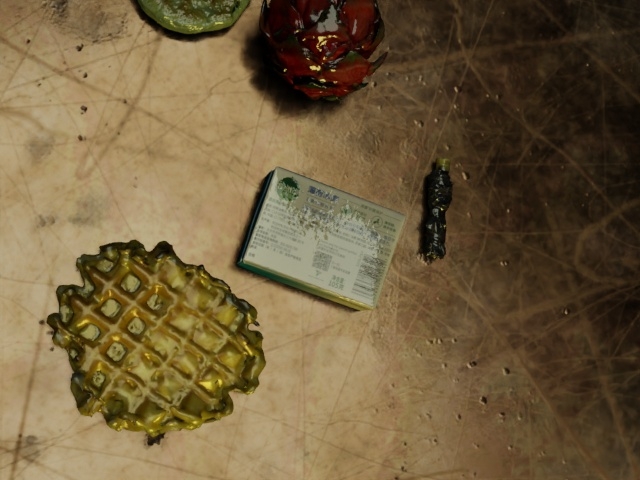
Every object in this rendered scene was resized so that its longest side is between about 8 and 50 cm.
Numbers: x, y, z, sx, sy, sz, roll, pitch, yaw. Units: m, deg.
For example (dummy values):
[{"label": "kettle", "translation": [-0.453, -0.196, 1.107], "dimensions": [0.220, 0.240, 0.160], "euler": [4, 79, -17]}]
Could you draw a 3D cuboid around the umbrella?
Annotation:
[{"label": "umbrella", "translation": [0.166, -0.046, 1.737], "dimensions": [0.037, 0.040, 0.144], "euler": [6, 82, -3]}]

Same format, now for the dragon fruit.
[{"label": "dragon fruit", "translation": [0.004, -0.289, 1.662], "dimensions": [0.182, 0.182, 0.188], "euler": [-5, 75, -13]}]

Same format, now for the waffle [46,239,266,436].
[{"label": "waffle", "translation": [-0.214, 0.124, 1.625], "dimensions": [0.280, 0.060, 0.262], "euler": [-9, 86, -13]}]

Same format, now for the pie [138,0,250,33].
[{"label": "pie", "translation": [-0.174, -0.373, 1.696], "dimensions": [0.187, 0.041, 0.187], "euler": [1, 83, -12]}]

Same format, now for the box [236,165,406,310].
[{"label": "box", "translation": [0.000, 0.000, 1.677], "dimensions": [0.194, 0.073, 0.139], "euler": [21, 80, -9]}]
